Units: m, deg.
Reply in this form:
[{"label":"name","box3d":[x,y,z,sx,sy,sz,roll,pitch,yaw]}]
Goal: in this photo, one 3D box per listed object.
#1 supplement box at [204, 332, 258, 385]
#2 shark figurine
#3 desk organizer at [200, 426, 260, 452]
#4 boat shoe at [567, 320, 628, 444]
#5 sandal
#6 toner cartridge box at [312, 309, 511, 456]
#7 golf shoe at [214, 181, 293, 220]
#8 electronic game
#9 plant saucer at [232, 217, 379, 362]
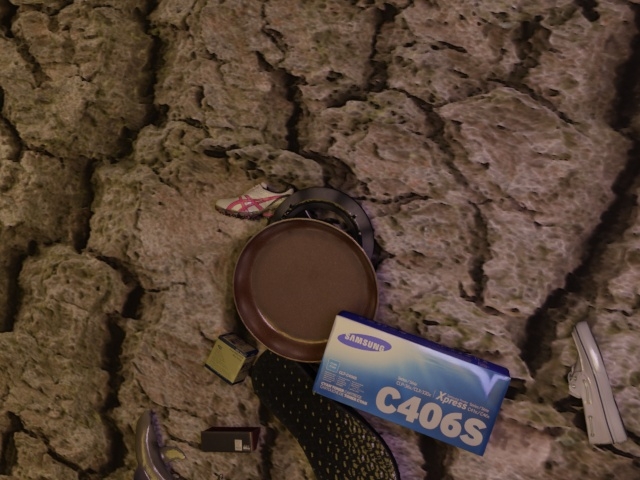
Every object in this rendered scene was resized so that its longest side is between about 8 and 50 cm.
[{"label":"supplement box","box3d":[-0.199,0.265,1.506,0.083,0.056,0.083,31,101,20]},{"label":"shark figurine","box3d":[-0.368,0.549,1.545,0.278,0.116,0.166,37,104,21]},{"label":"desk organizer","box3d":[-0.200,0.446,1.507,0.130,0.050,0.047,-6,87,23]},{"label":"boat shoe","box3d":[0.482,0.261,1.207,0.076,0.083,0.226,-18,83,20]},{"label":"sandal","box3d":[0.029,0.392,1.397,0.167,0.107,0.446,-51,60,16]},{"label":"toner cartridge box","box3d":[0.174,0.272,1.305,0.348,0.075,0.165,18,96,10]},{"label":"golf shoe","box3d":[-0.143,-0.086,1.485,0.186,0.067,0.086,3,84,13]},{"label":"electronic game","box3d":[0.000,0.000,1.413,0.229,0.048,0.229,3,104,13]},{"label":"plant saucer","box3d":[-0.029,0.101,1.393,0.311,0.050,0.310,4,105,14]}]
